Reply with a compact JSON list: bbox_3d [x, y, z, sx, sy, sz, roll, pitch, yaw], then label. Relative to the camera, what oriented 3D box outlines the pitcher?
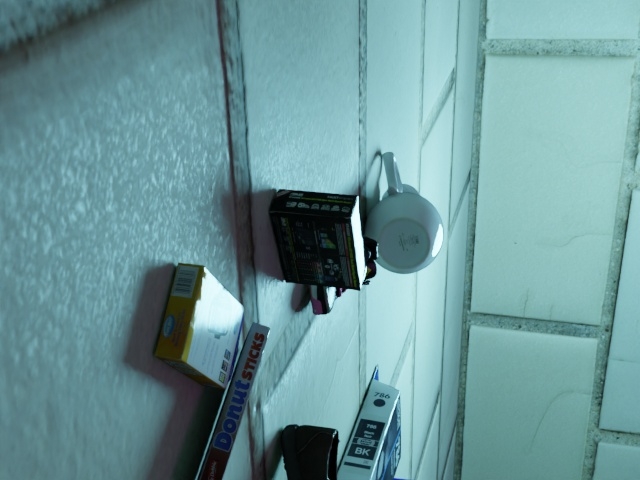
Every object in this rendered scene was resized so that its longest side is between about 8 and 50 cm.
[{"bbox_3d":[0.127,-0.046,1.431,0.207,0.125,0.178,-69,141,-73],"label":"pitcher"}]

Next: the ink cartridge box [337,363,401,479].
[{"bbox_3d":[0.091,0.379,1.536,0.333,0.065,0.166,-63,154,-55],"label":"ink cartridge box"}]

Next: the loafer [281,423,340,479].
[{"bbox_3d":[0.008,0.315,1.037,0.080,0.078,0.220,63,13,-64],"label":"loafer"}]

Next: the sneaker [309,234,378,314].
[{"bbox_3d":[0.034,0.040,1.162,0.170,0.074,0.063,-61,153,-55],"label":"sneaker"}]

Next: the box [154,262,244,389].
[{"bbox_3d":[-0.100,0.080,0.775,0.136,0.028,0.081,65,34,-67],"label":"box"}]

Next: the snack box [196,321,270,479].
[{"bbox_3d":[-0.085,0.167,0.831,0.064,0.022,0.178,117,-8,-55],"label":"snack box"}]

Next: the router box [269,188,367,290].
[{"bbox_3d":[0.000,0.000,0.987,0.122,0.092,0.038,81,22,-46],"label":"router box"}]

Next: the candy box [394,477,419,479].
[{"bbox_3d":[0.130,0.649,1.673,0.268,0.122,0.317,-68,157,-48],"label":"candy box"}]
